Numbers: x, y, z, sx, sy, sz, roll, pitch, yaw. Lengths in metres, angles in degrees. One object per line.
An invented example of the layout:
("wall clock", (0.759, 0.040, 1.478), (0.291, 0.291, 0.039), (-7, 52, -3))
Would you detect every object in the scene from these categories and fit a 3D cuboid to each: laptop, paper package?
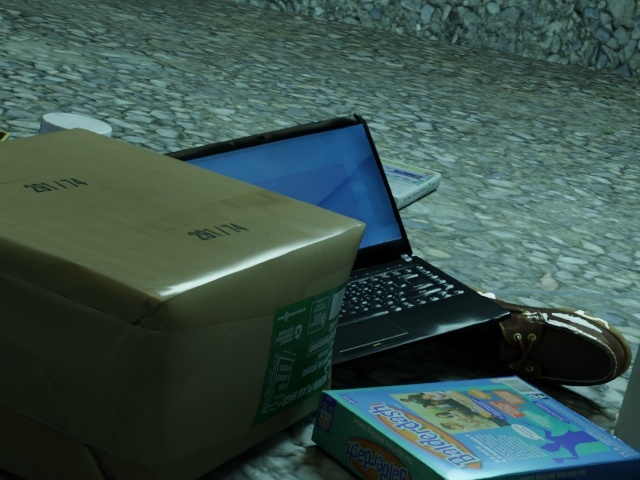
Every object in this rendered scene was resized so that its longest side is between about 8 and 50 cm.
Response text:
("laptop", (0.007, -0.002, 1.442), (0.234, 0.136, 0.264), (-14, 25, -25))
("paper package", (-0.170, 0.045, 1.181), (0.309, 0.168, 0.325), (19, 16, 21))

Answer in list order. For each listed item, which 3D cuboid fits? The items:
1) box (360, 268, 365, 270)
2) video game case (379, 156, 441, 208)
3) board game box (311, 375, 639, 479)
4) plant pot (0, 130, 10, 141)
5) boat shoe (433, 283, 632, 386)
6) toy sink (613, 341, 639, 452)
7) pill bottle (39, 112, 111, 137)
("box", (0.000, 0.000, 1.586), (0.207, 0.036, 0.114), (-6, 67, -47))
("video game case", (0.034, -0.092, 2.081), (0.212, 0.023, 0.193), (16, 16, 17))
("board game box", (0.123, 0.162, 1.213), (0.210, 0.047, 0.160), (1, 20, -37))
("plant pot", (-0.367, -0.070, 1.586), (0.081, 0.083, 0.081), (11, 16, -3))
("boat shoe", (0.183, 0.095, 1.457), (0.207, 0.073, 0.073), (12, 20, 31))
("toy sink", (0.329, 0.144, 1.239), (0.131, 0.152, 0.234), (12, 15, -1))
("pill bottle", (-0.236, -0.036, 1.440), (0.086, 0.152, 0.086), (12, 16, -3))
